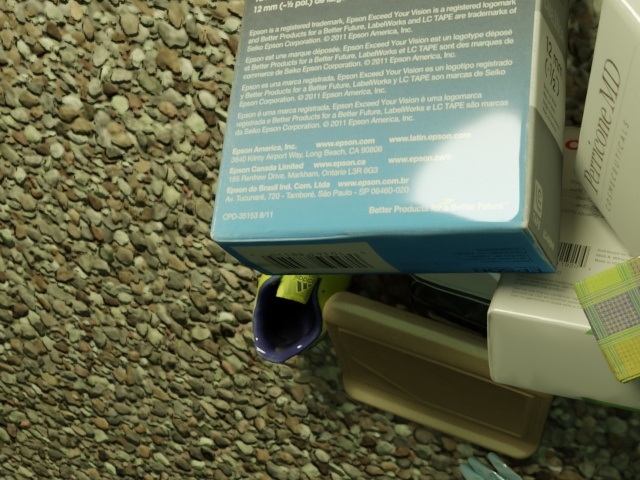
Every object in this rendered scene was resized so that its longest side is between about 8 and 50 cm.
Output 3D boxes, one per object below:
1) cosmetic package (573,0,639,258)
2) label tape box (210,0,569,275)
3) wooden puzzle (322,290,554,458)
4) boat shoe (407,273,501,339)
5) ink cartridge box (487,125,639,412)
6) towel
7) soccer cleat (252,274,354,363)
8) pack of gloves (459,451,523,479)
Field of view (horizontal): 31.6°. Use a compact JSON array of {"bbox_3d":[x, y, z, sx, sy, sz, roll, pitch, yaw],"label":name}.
[{"bbox_3d":[0.344,0.039,0.668,0.453,0.161,0.230,61,173,28],"label":"cosmetic package"},{"bbox_3d":[0.065,-0.150,0.897,0.249,0.348,0.115,-2,159,25],"label":"label tape box"},{"bbox_3d":[0.118,0.131,1.108,0.220,0.044,0.239,18,156,14],"label":"wooden puzzle"},{"bbox_3d":[0.234,0.059,1.021,0.335,0.121,0.119,19,142,24],"label":"boat shoe"},{"bbox_3d":[0.239,0.018,0.908,0.160,0.219,0.093,11,138,20],"label":"ink cartridge box"},{"bbox_3d":[0.220,0.057,0.793,0.060,0.009,0.083,-27,93,27],"label":"towel"},{"bbox_3d":[0.001,0.001,1.074,0.093,0.121,0.289,25,127,9],"label":"soccer cleat"},{"bbox_3d":[0.212,0.347,1.191,0.232,0.046,0.195,36,132,28],"label":"pack of gloves"}]
